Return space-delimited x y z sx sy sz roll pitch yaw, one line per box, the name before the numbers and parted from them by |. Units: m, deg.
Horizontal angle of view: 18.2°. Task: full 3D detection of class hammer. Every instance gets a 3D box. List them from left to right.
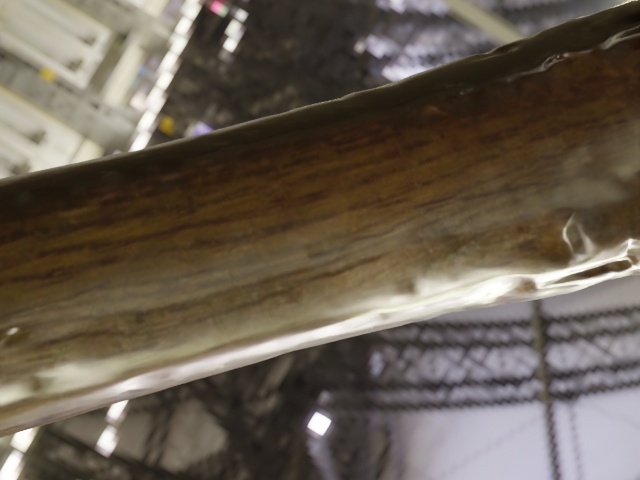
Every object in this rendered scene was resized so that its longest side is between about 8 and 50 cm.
hammer | 0.000 0.000 0.494 0.409 0.242 0.095 -15 -178 -8
